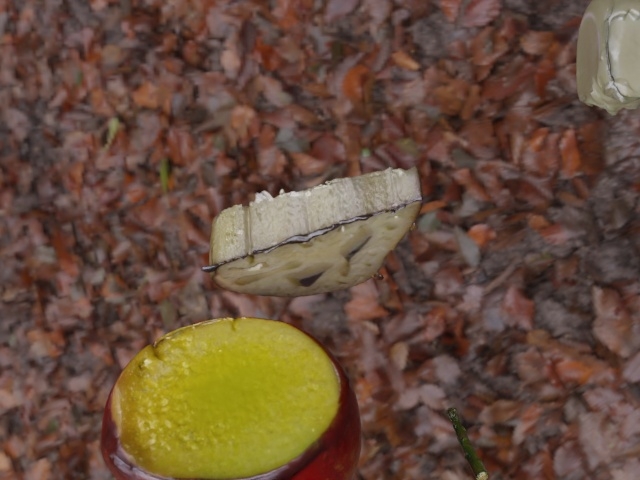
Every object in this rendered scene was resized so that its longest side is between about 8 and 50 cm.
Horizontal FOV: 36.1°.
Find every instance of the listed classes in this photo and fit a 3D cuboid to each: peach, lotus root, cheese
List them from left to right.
[{"bbox_3d":[-0.100,0.222,1.076,0.248,0.274,0.246,-123,31,-67],"label":"peach"},{"bbox_3d":[0.000,0.000,1.111,0.260,0.170,0.075,-12,59,11],"label":"lotus root"},{"bbox_3d":[0.417,-0.260,1.389,0.091,0.202,0.176,0,83,4],"label":"cheese"}]

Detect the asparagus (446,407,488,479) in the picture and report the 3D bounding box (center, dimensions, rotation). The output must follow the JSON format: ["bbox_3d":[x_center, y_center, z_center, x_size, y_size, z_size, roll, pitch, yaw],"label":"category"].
[{"bbox_3d":[0.171,0.237,1.151,0.018,0.015,0.127,-64,21,20],"label":"asparagus"}]
